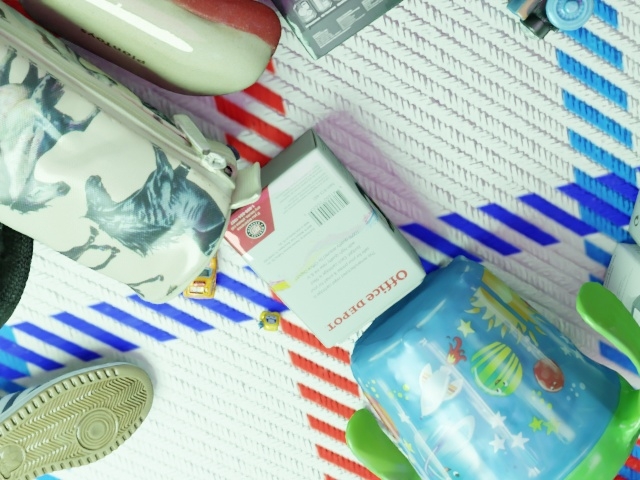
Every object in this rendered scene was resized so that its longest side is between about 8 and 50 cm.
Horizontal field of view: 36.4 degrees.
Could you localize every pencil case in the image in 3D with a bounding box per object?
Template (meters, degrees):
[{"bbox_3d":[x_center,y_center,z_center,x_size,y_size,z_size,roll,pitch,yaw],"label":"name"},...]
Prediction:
[{"bbox_3d":[-0.252,-0.109,0.809,0.410,0.160,0.183,34,119,-30],"label":"pencil case"}]

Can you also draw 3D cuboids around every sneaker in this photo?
[{"bbox_3d":[-0.324,0.195,1.016,0.282,0.153,0.099,-28,113,-26],"label":"sneaker"}]

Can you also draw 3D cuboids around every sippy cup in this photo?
[{"bbox_3d":[0.156,0.146,0.963,0.305,0.240,0.224,-41,96,4],"label":"sippy cup"}]

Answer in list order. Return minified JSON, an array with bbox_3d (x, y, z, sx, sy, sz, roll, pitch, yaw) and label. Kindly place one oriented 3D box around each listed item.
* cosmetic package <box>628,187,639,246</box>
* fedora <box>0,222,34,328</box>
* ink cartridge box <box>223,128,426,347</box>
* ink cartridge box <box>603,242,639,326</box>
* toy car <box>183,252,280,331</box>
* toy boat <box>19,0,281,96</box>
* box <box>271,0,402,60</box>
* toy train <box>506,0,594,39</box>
[{"bbox_3d":[0.442,-0.136,0.901,0.197,0.155,0.365,7,113,-4],"label":"cosmetic package"},{"bbox_3d":[-0.422,-0.026,0.849,0.152,0.334,0.334,-25,117,41],"label":"fedora"},{"bbox_3d":[0.000,0.000,0.963,0.127,0.072,0.175,-38,110,10],"label":"ink cartridge box"},{"bbox_3d":[0.390,0.086,0.952,0.159,0.218,0.092,6,112,-7],"label":"ink cartridge box"},{"bbox_3d":[-0.088,0.051,0.995,0.122,0.040,0.060,20,109,-12],"label":"toy car"},{"bbox_3d":[-0.138,-0.227,0.841,0.231,0.151,0.151,26,79,-14],"label":"toy boat"},{"bbox_3d":[0.036,-0.299,0.851,0.233,0.059,0.183,-34,111,10],"label":"box"},{"bbox_3d":[0.230,-0.271,0.872,0.105,0.080,0.184,39,107,-8],"label":"toy train"}]
